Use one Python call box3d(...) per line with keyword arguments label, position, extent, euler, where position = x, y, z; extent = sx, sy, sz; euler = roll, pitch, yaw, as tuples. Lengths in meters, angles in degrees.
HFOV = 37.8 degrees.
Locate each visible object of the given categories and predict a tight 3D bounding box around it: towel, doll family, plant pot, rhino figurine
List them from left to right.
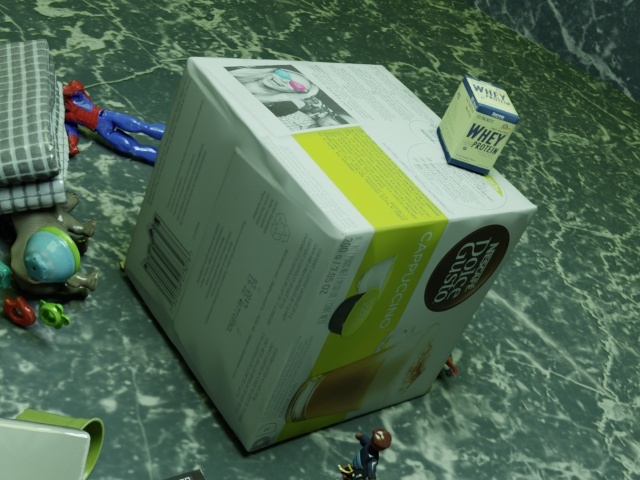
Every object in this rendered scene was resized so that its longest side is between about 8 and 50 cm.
box3d(label="towel", position=(-0.464, -0.156, 1.248), extent=(0.234, 0.121, 0.284), euler=(-12, 49, -7))
box3d(label="plant pot", position=(-0.283, 0.214, 0.982), extent=(0.079, 0.083, 0.083), euler=(17, 31, 14))
box3d(label="rhino figurine", position=(-0.358, -0.012, 1.246), extent=(0.106, 0.073, 0.243), euler=(11, 34, -24))
box3d(label="doll family", position=(0.052, 0.293, 1.035), extent=(0.076, 0.111, 0.193), euler=(3, 38, -28))

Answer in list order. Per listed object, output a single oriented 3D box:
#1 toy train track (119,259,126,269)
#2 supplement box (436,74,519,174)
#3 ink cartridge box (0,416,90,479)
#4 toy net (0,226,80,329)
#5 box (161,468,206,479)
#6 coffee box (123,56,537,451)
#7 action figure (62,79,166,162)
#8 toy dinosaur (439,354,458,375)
box3d(label="toy train track", position=(-0.248, 0.024, 1.315), extent=(0.083, 0.014, 0.048), euler=(-26, 79, -42))
box3d(label="supplement box", position=(0.191, -0.142, 1.145), extent=(0.056, 0.083, 0.083), euler=(15, 32, -16))
box3d(label="ink cartridge box", position=(-0.334, 0.274, 0.707), extent=(0.261, 0.066, 0.297), euler=(12, 77, -17))
box3d(label="toy net", position=(-0.399, 0.033, 1.140), extent=(0.232, 0.122, 0.045), euler=(11, 31, 20))
box3d(label="box", position=(-0.167, 0.306, 0.958), extent=(0.162, 0.029, 0.116), euler=(-9, 46, -38))
box3d(label="coffee box", position=(0.000, 0.000, 1.205), extent=(0.334, 0.338, 0.338), euler=(-8, 44, -41))
box3d(label="action figure", position=(-0.338, -0.169, 1.457), extent=(0.280, 0.092, 0.139), euler=(26, 24, 3))
box3d(label="toy dinosaur", position=(0.179, 0.150, 1.350), extent=(0.047, 0.090, 0.082), euler=(-9, 88, -25))
